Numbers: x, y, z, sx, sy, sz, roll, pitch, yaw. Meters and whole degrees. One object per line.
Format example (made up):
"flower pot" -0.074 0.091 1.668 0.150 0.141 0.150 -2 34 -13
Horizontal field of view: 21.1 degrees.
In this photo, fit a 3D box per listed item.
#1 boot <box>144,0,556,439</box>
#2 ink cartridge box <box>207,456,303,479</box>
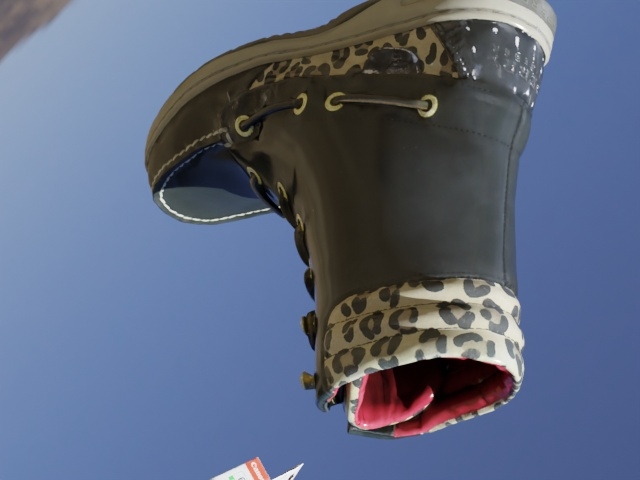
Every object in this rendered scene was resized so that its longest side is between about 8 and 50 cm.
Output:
"boot" -0.001 -0.001 0.752 0.236 0.085 0.179 -21 -125 41
"ink cartridge box" -0.077 0.237 1.650 0.115 0.029 0.063 -23 161 -25
